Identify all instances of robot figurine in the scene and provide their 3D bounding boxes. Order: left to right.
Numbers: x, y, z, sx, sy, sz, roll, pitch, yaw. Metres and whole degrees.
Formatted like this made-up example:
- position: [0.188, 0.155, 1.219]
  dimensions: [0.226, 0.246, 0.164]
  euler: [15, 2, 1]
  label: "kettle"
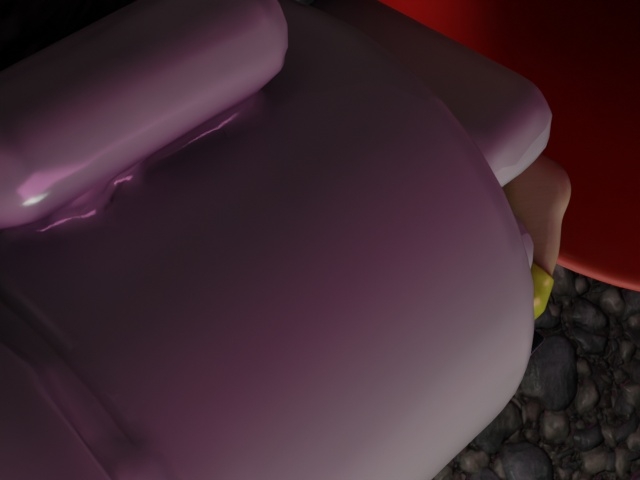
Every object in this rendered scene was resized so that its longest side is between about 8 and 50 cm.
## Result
- position: [-0.064, 0.046, 0.588]
  dimensions: [0.353, 0.199, 0.300]
  euler: [-39, 143, -33]
  label: "robot figurine"

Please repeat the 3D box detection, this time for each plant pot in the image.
- position: [0.178, -0.150, 0.793]
  dimensions: [0.243, 0.275, 0.275]
  euler: [-53, 174, -28]
  label: "plant pot"

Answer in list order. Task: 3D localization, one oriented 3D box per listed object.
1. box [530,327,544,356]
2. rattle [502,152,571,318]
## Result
- position: [0.042, 0.217, 1.869]
  dimensions: [0.343, 0.179, 0.312]
  euler: [-37, 167, -47]
  label: "box"
- position: [0.011, -0.019, 0.801]
  dimensions: [0.143, 0.199, 0.130]
  euler: [-94, -163, -78]
  label: "rattle"
